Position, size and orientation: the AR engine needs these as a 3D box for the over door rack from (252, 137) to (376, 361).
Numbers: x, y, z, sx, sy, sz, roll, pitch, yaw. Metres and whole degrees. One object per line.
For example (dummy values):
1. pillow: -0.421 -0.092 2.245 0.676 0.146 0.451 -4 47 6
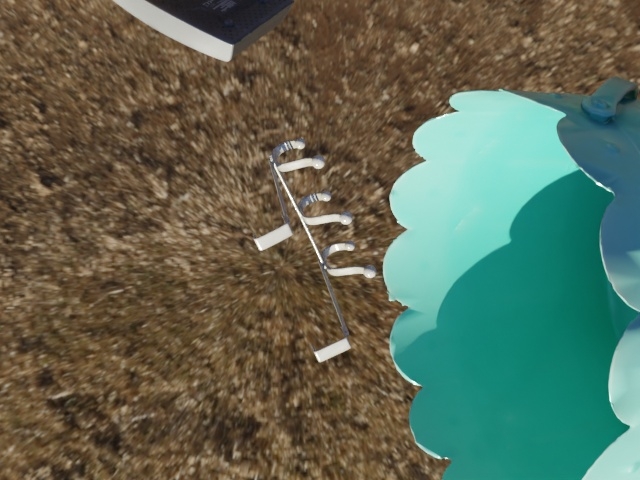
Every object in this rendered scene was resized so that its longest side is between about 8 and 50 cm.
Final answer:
1. over door rack: 0.000 0.000 1.558 0.108 0.324 0.239 -20 117 13

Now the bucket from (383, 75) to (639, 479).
1. bucket: 0.173 0.035 0.613 0.183 0.281 0.281 -4 89 -20

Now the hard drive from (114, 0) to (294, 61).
1. hard drive: -0.186 -0.352 1.409 0.255 0.054 0.172 31 48 14
